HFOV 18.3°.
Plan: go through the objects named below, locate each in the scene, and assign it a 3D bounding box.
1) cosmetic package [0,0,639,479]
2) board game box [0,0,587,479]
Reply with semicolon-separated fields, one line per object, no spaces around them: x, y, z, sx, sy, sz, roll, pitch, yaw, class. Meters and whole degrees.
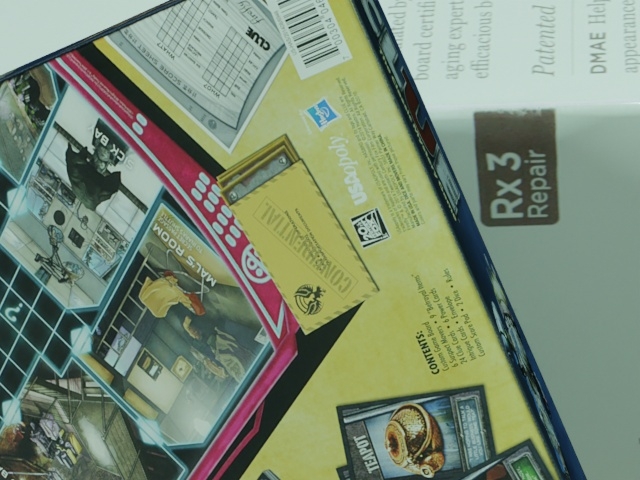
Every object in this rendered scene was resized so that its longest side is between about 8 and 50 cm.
0.000;0.000;0.630;0.385;0.217;0.156;-4;39;8;cosmetic package
-0.021;0.064;0.511;0.165;0.243;0.042;-22;9;12;board game box
